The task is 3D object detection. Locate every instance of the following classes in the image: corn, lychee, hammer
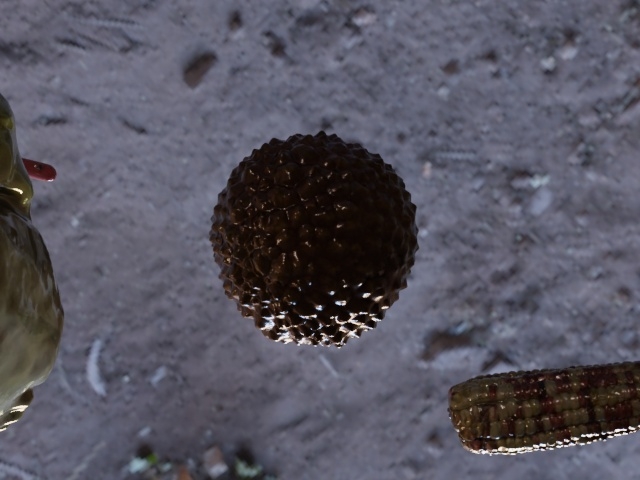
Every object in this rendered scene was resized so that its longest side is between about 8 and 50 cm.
[{"bbox_3d":[0.234,0.147,1.211,0.237,0.079,0.079,-10,140,4],"label":"corn"},{"bbox_3d":[0.000,0.000,1.208,0.200,0.200,0.238,-51,149,12],"label":"lychee"},{"bbox_3d":[-0.226,-0.056,0.937,0.083,0.052,0.031,15,150,-20],"label":"hammer"}]

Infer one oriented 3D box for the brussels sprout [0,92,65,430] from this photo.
[{"bbox_3d":[-0.271,-0.013,0.690,0.243,0.273,0.317,-30,161,27],"label":"brussels sprout"}]
